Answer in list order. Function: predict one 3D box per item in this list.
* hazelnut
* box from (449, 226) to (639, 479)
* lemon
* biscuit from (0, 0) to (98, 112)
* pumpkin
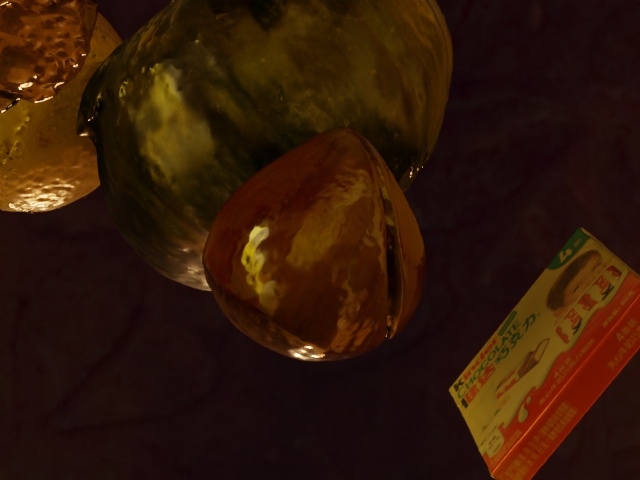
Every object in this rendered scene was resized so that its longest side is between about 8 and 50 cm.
[{"bbox_3d":[0.000,0.000,1.102,0.208,0.208,0.208,5,-19,2],"label":"hazelnut"},{"bbox_3d":[0.271,0.130,1.460,0.048,0.273,0.265,35,8,-12],"label":"box"},{"bbox_3d":[-0.359,-0.177,1.552,0.258,0.258,0.310,14,-54,-22],"label":"lemon"},{"bbox_3d":[-0.291,-0.174,0.808,0.296,0.075,0.296,-6,-33,-4],"label":"biscuit"},{"bbox_3d":[-0.050,-0.137,1.390,0.344,0.454,0.454,53,-30,-3],"label":"pumpkin"}]
